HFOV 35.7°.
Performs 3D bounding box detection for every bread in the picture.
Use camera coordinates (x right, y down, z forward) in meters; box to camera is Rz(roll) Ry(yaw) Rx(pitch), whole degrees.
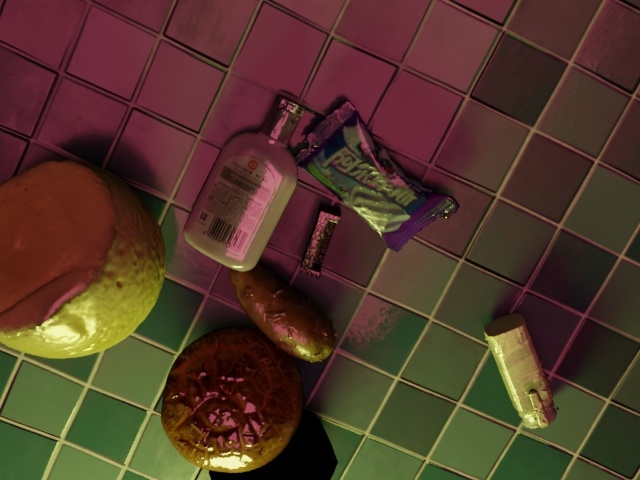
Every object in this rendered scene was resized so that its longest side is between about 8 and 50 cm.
[{"bbox_3d":[-0.411,0.036,1.593,0.321,0.237,0.320,-2,74,7],"label":"bread"}]

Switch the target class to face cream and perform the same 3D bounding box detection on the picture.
[{"bbox_3d":[-0.113,-0.101,1.639,0.144,0.071,0.291,27,99,10],"label":"face cream"}]

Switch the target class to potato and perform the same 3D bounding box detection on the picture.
[{"bbox_3d":[-0.066,0.121,1.695,0.225,0.117,0.090,41,112,-2],"label":"potato"}]

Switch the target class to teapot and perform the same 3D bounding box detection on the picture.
[{"bbox_3d":[0.360,0.237,1.744,0.077,0.107,0.200,-23,106,2],"label":"teapot"}]

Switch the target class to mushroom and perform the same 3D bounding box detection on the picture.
[{"bbox_3d":[-0.149,0.270,1.687,0.253,0.153,0.253,0,71,1],"label":"mushroom"}]

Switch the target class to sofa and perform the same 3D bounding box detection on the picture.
[{"bbox_3d":[0.000,0.000,1.687,0.039,0.060,0.118,18,106,-3],"label":"sofa"}]

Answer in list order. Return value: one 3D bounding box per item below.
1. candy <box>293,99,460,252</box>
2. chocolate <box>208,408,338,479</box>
[{"bbox_3d":[0.090,-0.099,1.659,0.275,0.070,0.145,41,110,-14],"label":"candy"},{"bbox_3d":[-0.087,0.415,1.785,0.224,0.206,0.177,21,146,13],"label":"chocolate"}]
